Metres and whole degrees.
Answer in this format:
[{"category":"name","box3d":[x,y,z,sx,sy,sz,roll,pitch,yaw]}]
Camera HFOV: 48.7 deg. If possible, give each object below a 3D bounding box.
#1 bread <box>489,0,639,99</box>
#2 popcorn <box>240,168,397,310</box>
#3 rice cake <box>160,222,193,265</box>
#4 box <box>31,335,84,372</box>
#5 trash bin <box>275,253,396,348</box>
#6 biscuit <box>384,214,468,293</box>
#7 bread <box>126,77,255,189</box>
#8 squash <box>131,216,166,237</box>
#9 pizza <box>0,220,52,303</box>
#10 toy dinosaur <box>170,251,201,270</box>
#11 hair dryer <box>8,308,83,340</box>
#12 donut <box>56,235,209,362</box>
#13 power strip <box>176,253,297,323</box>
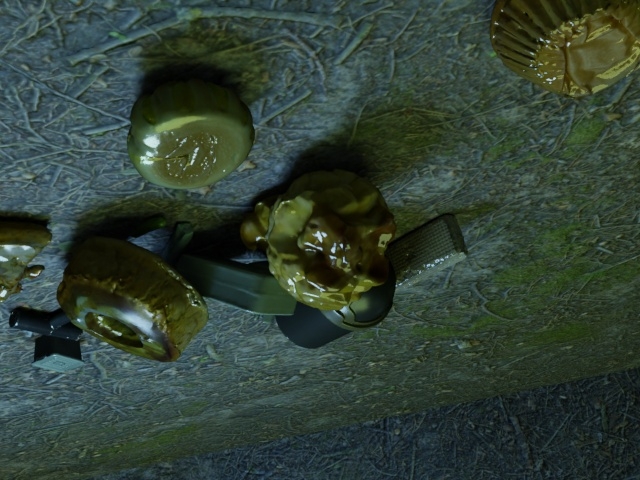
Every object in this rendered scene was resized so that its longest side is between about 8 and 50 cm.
[{"category":"bread","box3d":[0.358,-0.313,1.004,0.240,0.139,0.240,-9,149,-5]},{"category":"popcorn","box3d":[0.000,0.000,1.347,0.333,0.264,0.225,-4,-172,35]},{"category":"rice cake","box3d":[-0.309,0.020,1.473,0.042,0.030,0.180,-15,158,-36]},{"category":"box","box3d":[-0.665,0.283,1.790,0.084,0.069,0.122,-23,152,16]},{"category":"trash bin","box3d":[0.044,0.123,1.631,0.214,0.214,0.334,5,151,-31]},{"category":"biscuit","box3d":[0.228,0.038,1.654,0.239,0.108,0.062,-32,149,33]},{"category":"bread","box3d":[-0.200,-0.166,1.086,0.214,0.104,0.213,-12,150,-7]},{"category":"squash","box3d":[-0.339,-0.026,1.383,0.089,0.027,0.027,-21,152,24]},{"category":"pizza","box3d":[-0.635,0.053,1.360,0.189,0.071,0.297,8,147,-35]},{"category":"toy dinosaur","box3d":[-0.290,0.066,1.548,0.187,0.044,0.106,-17,140,-47]},{"category":"hair dryer","box3d":[-0.588,0.164,1.628,0.195,0.050,0.173,-33,148,27]},{"category":"donut","box3d":[-0.390,0.130,1.429,0.330,0.159,0.330,23,150,14]},{"category":"power strip","box3d":[-0.154,0.113,1.514,0.230,0.141,0.261,14,-178,29]}]
